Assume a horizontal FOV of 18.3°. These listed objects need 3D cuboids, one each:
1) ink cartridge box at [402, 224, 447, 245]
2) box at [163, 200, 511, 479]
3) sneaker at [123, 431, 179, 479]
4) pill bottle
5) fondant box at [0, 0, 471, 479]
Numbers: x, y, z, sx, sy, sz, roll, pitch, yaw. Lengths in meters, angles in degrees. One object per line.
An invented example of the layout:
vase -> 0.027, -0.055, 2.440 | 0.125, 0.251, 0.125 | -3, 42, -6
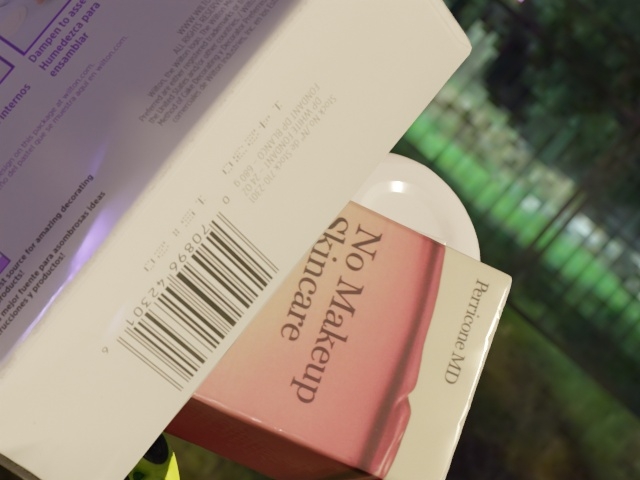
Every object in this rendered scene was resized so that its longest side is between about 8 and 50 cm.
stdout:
ink cartridge box -> 0.000, 0.000, 1.532 | 0.181, 0.062, 0.104 | 20, -3, 0
box -> -0.031, 0.049, 1.161 | 0.232, 0.149, 0.127 | 24, -18, -14
sneaker -> -0.142, 0.221, 1.351 | 0.123, 0.109, 0.296 | 6, -58, 51
pill bottle -> 0.001, 0.057, 1.918 | 0.181, 0.181, 0.323 | 41, -38, -7
fondant box -> -0.135, -0.077, 0.821 | 0.330, 0.238, 0.096 | 35, -7, 38
